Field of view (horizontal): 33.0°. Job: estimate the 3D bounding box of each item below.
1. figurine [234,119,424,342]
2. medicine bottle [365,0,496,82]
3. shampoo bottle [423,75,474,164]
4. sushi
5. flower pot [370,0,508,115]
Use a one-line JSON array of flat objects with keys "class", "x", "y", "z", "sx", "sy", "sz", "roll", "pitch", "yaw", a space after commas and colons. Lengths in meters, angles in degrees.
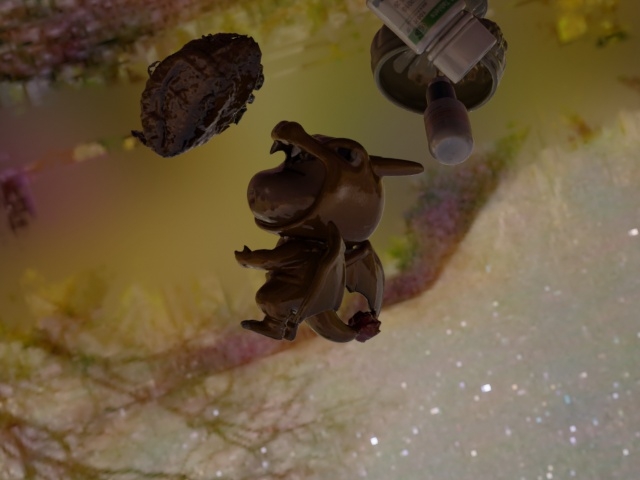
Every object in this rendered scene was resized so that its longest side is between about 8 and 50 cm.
[{"class": "figurine", "x": 0.006, "y": 0.003, "z": 1.981, "sx": 0.268, "sy": 0.387, "sz": 0.401, "roll": 16, "pitch": 178, "yaw": 29}, {"class": "medicine bottle", "x": 0.212, "y": -0.420, "z": 2.060, "sx": 0.139, "sy": 0.237, "sz": 0.139, "roll": -46, "pitch": 177, "yaw": -3}, {"class": "shampoo bottle", "x": 0.202, "y": -0.203, "z": 1.752, "sx": 0.074, "sy": 0.074, "sz": 0.192, "roll": -17, "pitch": -139, "yaw": 12}, {"class": "sushi", "x": -0.217, "y": -0.256, "z": 1.902, "sx": 0.296, "sy": 0.167, "sz": 0.179, "roll": -57, "pitch": 180, "yaw": 26}, {"class": "flower pot", "x": 0.270, "y": -0.454, "z": 2.437, "sx": 0.308, "sy": 0.244, "sz": 0.307, "roll": 6, "pitch": 153, "yaw": 3}]
